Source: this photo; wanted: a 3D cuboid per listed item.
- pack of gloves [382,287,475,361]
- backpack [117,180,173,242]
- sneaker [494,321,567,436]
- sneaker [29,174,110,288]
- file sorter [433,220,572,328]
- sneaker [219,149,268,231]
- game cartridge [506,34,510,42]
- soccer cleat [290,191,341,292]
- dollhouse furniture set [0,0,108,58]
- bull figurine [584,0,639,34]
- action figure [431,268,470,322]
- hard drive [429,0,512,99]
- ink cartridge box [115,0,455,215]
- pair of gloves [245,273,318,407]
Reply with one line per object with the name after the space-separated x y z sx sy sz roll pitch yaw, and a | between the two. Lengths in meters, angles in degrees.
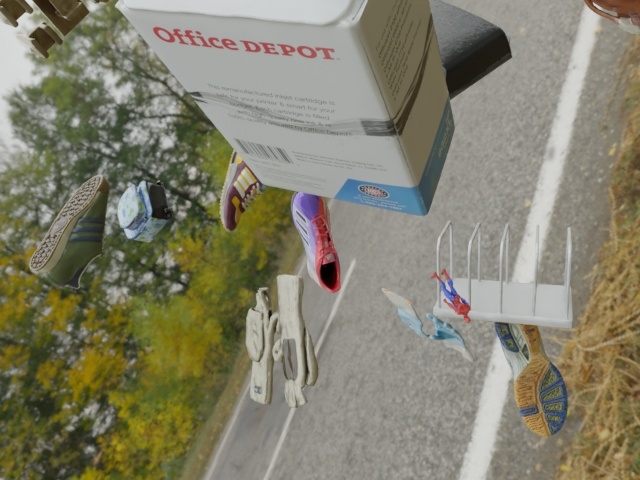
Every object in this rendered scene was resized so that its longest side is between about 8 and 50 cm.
0.246 0.214 1.396 0.046 0.195 0.232 -56 -36 -14 | pack of gloves
-0.376 -0.058 1.251 0.114 0.084 0.105 -48 51 32 | backpack
0.483 0.288 1.360 0.131 0.112 0.296 23 -127 -71 | sneaker
-0.382 -0.008 0.965 0.064 0.086 0.192 -3 51 33 | sneaker
0.401 0.062 1.295 0.193 0.278 0.173 -41 -49 -62 | file sorter
-0.152 -0.104 1.226 0.069 0.084 0.185 83 -165 -74 | sneaker
0.401 -0.439 1.372 0.083 0.056 0.017 104 -177 -57 | game cartridge
0.000 0.000 1.645 0.116 0.109 0.318 -133 26 -55 | soccer cleat
-0.560 -0.514 1.140 0.161 0.242 0.212 27 72 39 | dollhouse furniture set
0.615 -0.484 1.016 0.310 0.188 0.101 -33 21 48 | bull figurine
0.258 0.110 1.156 0.115 0.038 0.030 61 154 31 | action figure
0.119 -0.285 0.838 0.172 0.255 0.054 -36 -37 -25 | hard drive
-0.005 -0.163 0.592 0.129 0.223 0.307 -68 -26 -16 | ink cartridge box
-0.065 0.166 0.972 0.240 0.042 0.204 -26 67 61 | pair of gloves
